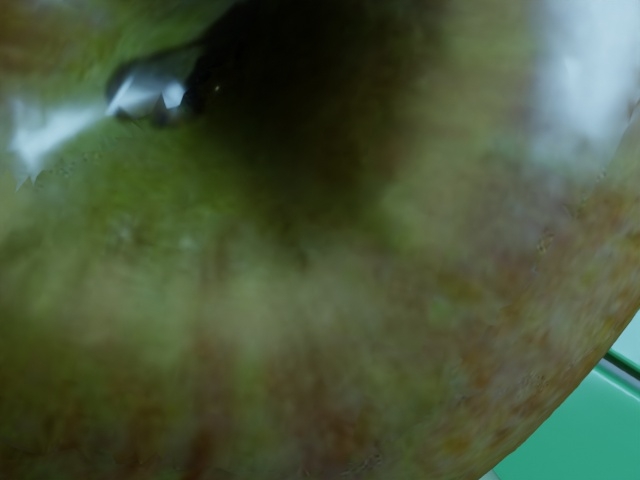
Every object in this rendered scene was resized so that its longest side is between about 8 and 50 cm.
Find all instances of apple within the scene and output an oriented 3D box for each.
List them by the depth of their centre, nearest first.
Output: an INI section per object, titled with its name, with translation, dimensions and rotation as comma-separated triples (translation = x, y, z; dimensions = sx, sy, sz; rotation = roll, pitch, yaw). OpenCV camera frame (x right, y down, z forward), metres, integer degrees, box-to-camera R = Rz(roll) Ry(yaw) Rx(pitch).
[apple]
translation = -0.046, -0.081, 0.548
dimensions = 0.400, 0.333, 0.400
rotation = -1, 102, -5

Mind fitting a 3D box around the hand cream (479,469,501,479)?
[hand cream]
translation = 0.081, 0.197, 0.704
dimensions = 0.147, 0.093, 0.305
rotation = -34, 100, -12
